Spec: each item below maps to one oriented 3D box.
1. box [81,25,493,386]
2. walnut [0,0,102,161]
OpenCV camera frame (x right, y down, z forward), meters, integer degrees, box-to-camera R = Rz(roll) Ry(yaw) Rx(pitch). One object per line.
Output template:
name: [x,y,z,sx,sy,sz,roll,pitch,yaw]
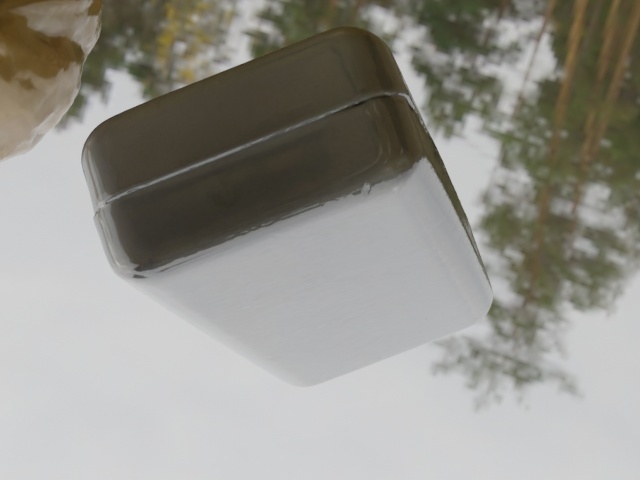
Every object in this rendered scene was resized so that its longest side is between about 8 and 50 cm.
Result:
box: [0.000,0.000,0.578,0.103,0.055,0.244,-21,165,6]
walnut: [-0.247,-0.125,0.881,0.224,0.257,0.257,7,-160,-38]
